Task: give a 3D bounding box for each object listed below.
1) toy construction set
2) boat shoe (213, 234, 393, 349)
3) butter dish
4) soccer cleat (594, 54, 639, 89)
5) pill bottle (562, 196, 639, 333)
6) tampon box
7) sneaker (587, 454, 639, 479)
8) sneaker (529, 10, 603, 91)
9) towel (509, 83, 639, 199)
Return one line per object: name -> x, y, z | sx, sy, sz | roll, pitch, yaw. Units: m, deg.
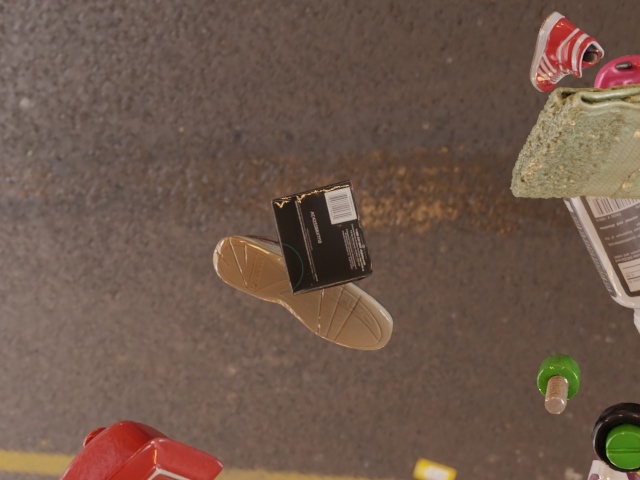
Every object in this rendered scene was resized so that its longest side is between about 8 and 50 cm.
toy construction set -> 0.387, 0.085, 1.010 | 0.257, 0.237, 0.309 | 45, 114, -4
boat shoe -> -0.016, 0.062, 1.720 | 0.285, 0.092, 0.102 | 24, 118, 14
butter dish -> -0.212, 0.248, 1.263 | 0.118, 0.160, 0.160 | 46, -177, 31
soccer cleat -> 0.485, -0.143, 1.388 | 0.331, 0.143, 0.116 | 22, 113, 37
pill bottle -> 0.443, -0.008, 1.608 | 0.162, 0.162, 0.278 | -18, 105, 41
tampon box -> 0.000, 0.000, 1.479 | 0.102, 0.120, 0.161 | -14, 178, -2
sneaker -> 0.333, 0.243, 1.149 | 0.185, 0.083, 0.070 | 22, 169, -36
sneaker -> 0.266, -0.188, 1.279 | 0.067, 0.042, 0.118 | 38, 160, 23
towel -> 0.175, -0.056, 0.707 | 0.110, 0.027, 0.148 | -1, 163, -5
